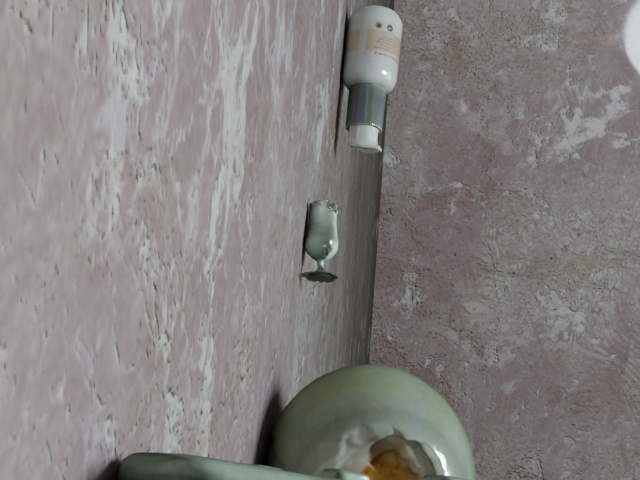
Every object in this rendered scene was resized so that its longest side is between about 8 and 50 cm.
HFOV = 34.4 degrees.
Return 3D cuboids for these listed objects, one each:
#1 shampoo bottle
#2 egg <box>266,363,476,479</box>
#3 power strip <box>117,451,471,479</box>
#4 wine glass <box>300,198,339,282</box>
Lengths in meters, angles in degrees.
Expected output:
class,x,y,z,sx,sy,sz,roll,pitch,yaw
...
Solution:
class,x,y,z,sx,sy,sz,roll,pitch,yaw
shampoo bottle,0.063,-0.208,1.349,0.074,0.074,0.192,70,26,-77
egg,0.043,0.200,0.909,0.217,0.183,0.183,-41,135,-89
power strip,0.006,0.130,0.450,0.265,0.193,0.059,-16,-119,56
wine glass,0.000,0.000,1.064,0.039,0.042,0.083,-21,-119,53
